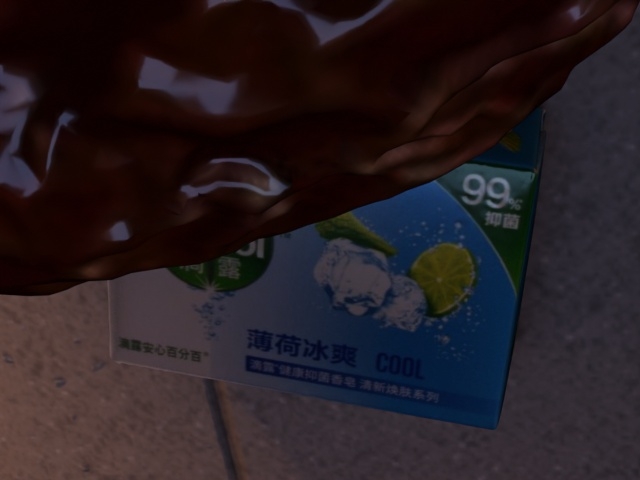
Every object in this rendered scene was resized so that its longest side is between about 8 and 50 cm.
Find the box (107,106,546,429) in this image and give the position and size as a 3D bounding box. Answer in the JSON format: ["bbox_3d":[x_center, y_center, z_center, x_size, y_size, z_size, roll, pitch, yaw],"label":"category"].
[{"bbox_3d":[0.001,0.000,0.584,0.194,0.073,0.139,9,120,10],"label":"box"}]

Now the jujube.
[{"bbox_3d":[-0.064,-0.130,0.414,0.377,0.276,0.276,-16,112,20],"label":"jujube"}]
